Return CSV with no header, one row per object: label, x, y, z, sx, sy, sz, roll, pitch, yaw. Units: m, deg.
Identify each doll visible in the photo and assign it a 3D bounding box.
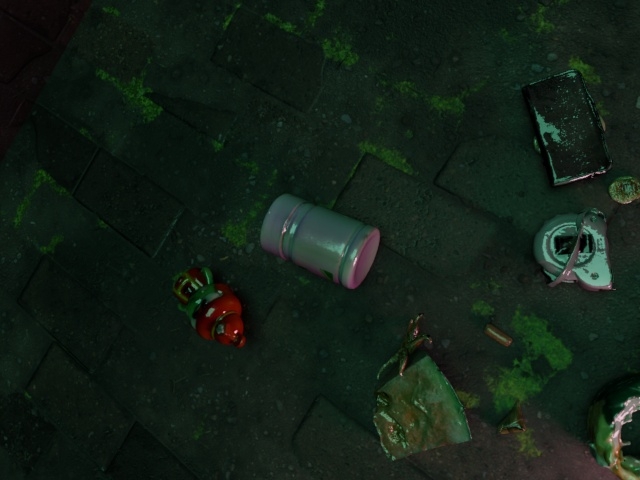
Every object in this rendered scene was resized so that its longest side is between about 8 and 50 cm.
doll,-0.358,0.236,1.679,0.182,0.160,0.363,-52,52,3

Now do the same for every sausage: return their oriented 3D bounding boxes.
sausage,0.515,0.275,1.453,0.083,0.034,0.034,34,94,19

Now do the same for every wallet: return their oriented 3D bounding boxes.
wallet,0.700,-0.321,1.423,0.173,0.045,0.317,-17,78,20

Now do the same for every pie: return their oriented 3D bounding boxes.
pie,0.854,-0.143,1.403,0.085,0.020,0.084,-3,81,18

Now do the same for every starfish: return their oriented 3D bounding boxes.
starfish,0.248,0.316,1.465,0.057,0.213,0.238,33,107,-1

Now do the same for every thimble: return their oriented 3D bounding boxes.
thimble,0.815,0.478,1.252,0.288,0.167,0.254,-38,72,10

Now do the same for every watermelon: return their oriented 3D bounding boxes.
watermelon,0.290,0.467,1.459,0.302,0.151,0.264,-34,76,30

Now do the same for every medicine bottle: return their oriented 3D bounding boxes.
medicine bottle,0.000,0.000,1.573,0.326,0.212,0.211,22,90,19

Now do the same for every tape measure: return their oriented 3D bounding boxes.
tape measure,0.694,0.026,1.385,0.197,0.120,0.235,-4,77,20

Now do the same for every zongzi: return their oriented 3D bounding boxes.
zongzi,0.533,0.501,1.416,0.076,0.040,0.083,-17,66,23

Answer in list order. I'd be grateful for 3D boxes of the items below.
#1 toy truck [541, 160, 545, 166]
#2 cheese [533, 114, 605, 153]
toy truck,0.695,-0.234,1.460,0.083,0.039,0.044,12,82,21
cheese,0.723,-0.308,1.458,0.194,0.043,0.064,-18,74,15
